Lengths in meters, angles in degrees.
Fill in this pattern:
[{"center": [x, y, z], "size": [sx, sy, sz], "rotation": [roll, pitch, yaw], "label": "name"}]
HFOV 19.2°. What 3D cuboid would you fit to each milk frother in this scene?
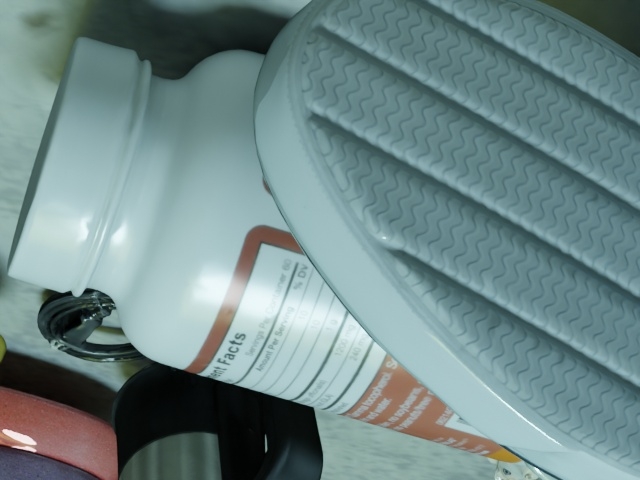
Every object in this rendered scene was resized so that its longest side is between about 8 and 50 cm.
[{"center": [-0.082, 0.107, 0.938], "size": [0.143, 0.135, 0.129], "rotation": [18, 123, -19], "label": "milk frother"}]

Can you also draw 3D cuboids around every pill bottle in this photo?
[{"center": [0.000, 0.000, 0.702], "size": [0.216, 0.121, 0.121], "rotation": [17, 154, -11], "label": "pill bottle"}]

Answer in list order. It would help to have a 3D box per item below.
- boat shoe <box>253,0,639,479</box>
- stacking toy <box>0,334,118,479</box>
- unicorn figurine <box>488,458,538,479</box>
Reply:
[{"center": [0.104, 0.046, 0.600], "size": [0.335, 0.121, 0.119], "rotation": [37, 157, -16], "label": "boat shoe"}, {"center": [-0.265, 0.122, 1.005], "size": [0.279, 0.130, 0.309], "rotation": [5, 159, 23], "label": "stacking toy"}, {"center": [0.070, 0.070, 0.902], "size": [0.162, 0.060, 0.111], "rotation": [33, 152, -6], "label": "unicorn figurine"}]
